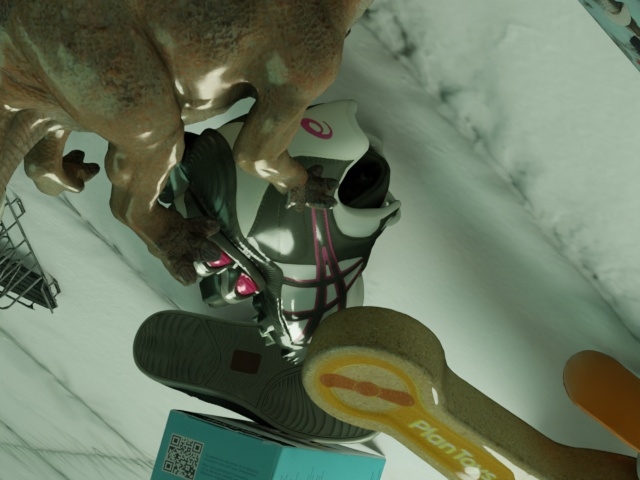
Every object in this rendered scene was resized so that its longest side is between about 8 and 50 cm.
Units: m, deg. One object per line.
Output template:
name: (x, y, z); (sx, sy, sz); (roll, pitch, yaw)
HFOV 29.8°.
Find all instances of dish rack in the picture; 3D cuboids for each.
dish rack: (-0.371, -0.013, 1.193); (0.208, 0.074, 0.271); (28, 153, 19)

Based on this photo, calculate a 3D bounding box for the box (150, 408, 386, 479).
box: (-0.034, 0.190, 1.000); (0.101, 0.060, 0.244); (14, 174, 25)

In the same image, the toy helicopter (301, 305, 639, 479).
toy helicopter: (0.142, 0.147, 0.740); (0.355, 0.140, 0.235); (37, 136, -23)

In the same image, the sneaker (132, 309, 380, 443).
sneaker: (-0.038, 0.116, 1.013); (0.222, 0.083, 0.118); (18, 170, 18)

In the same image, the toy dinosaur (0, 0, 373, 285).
toy dinosaur: (-0.064, -0.101, 0.506); (0.127, 0.296, 0.200); (55, 168, 39)

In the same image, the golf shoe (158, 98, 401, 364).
golf shoe: (0.000, 0.000, 0.712); (0.273, 0.120, 0.105); (42, -154, -70)

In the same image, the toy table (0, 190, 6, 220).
toy table: (-0.261, -0.131, 0.765); (0.274, 0.161, 0.252); (33, 154, 10)

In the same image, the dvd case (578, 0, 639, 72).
dvd case: (0.150, -0.065, 0.482); (0.119, 0.013, 0.087); (46, -176, -17)
